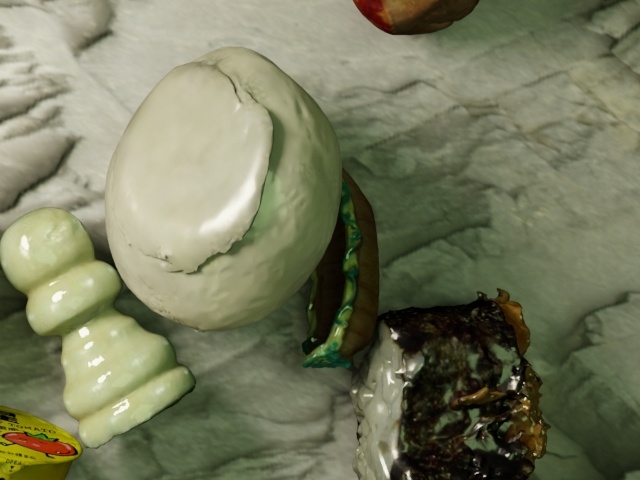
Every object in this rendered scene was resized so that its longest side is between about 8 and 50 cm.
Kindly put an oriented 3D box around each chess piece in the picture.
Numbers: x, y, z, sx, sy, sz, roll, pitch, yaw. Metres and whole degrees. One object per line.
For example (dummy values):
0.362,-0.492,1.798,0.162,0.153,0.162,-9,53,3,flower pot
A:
-0.242,0.078,1.363,0.133,0.133,0.243,-30,93,-14,chess piece

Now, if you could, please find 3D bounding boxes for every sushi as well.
0.143,0.234,1.413,0.207,0.234,0.348,-2,94,-16,sushi

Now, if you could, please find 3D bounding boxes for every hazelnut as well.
0.103,-0.299,1.458,0.154,0.143,0.143,-19,95,1,hazelnut

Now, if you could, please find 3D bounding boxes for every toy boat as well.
0.010,-0.002,1.424,0.099,0.108,0.293,3,65,-22,toy boat

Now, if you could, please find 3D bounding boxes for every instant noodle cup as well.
-0.343,0.252,1.311,0.182,0.182,0.144,16,94,-15,instant noodle cup

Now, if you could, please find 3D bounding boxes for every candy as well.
-0.098,-0.047,1.347,0.185,0.295,0.295,27,81,-47,candy
